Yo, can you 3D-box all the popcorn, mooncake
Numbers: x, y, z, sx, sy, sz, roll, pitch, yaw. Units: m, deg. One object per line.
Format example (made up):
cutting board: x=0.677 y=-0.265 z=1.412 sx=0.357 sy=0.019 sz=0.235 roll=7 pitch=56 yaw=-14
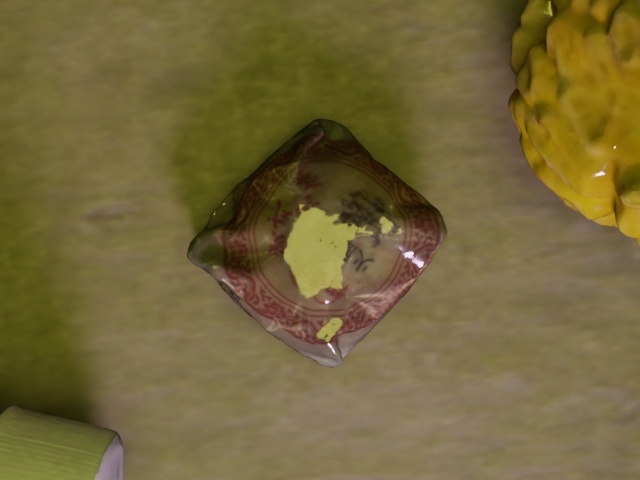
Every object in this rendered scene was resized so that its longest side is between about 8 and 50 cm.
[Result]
popcorn: x=0.224 y=-0.104 z=0.855 sx=0.203 sy=0.200 sz=0.226 roll=1 pitch=95 yaw=-30
mooncake: x=0.000 y=0.000 z=0.898 sx=0.125 sy=0.073 sz=0.130 roll=40 pitch=87 yaw=-3

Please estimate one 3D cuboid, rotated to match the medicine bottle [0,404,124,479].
medicine bottle: x=-0.290 y=0.171 z=0.824 sx=0.332 sy=0.190 sz=0.190 roll=10 pitch=91 yaw=-4
